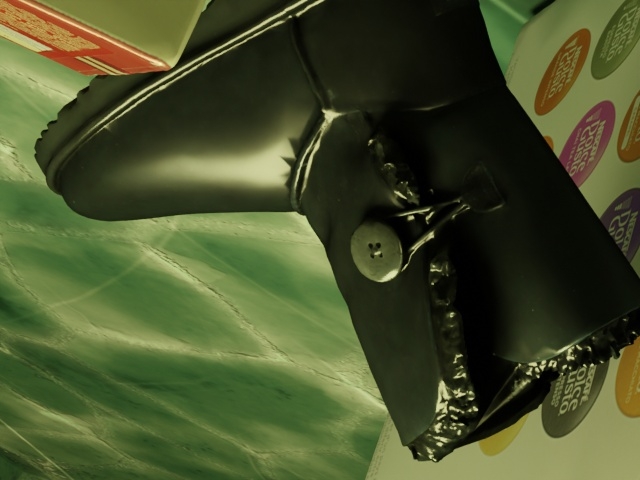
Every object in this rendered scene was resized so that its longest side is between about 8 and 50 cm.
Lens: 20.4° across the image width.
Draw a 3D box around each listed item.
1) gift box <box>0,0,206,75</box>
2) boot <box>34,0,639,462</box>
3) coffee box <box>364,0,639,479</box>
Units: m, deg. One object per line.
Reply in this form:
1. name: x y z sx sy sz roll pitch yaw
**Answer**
1. gift box: -0.127 -0.224 0.639 0.255 0.258 0.276 25 179 -20
2. boot: 0.000 0.000 0.743 0.246 0.207 0.094 -30 171 37
3. coffee box: 0.266 0.050 0.847 0.338 0.338 0.334 25 158 -15
